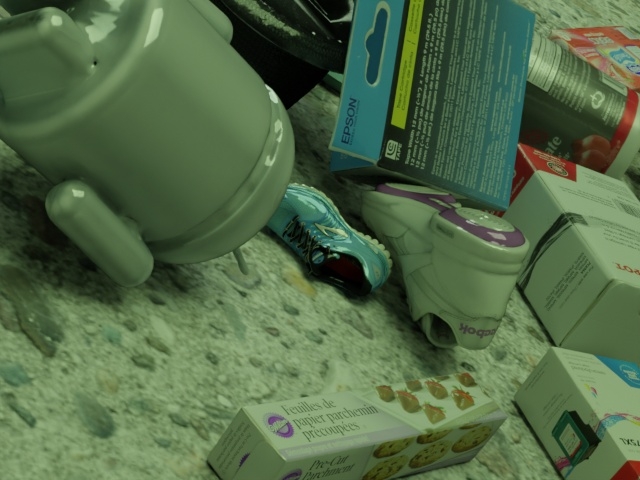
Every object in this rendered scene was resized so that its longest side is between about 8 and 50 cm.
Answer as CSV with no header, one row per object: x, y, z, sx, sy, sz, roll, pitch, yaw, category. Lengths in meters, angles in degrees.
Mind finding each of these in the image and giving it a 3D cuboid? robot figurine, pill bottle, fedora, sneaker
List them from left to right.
-0.157,-0.112,1.373,0.353,0.199,0.300,45,53,-41,robot figurine
-0.077,-0.270,1.860,0.334,0.152,0.334,28,30,-17,fedora
0.000,0.000,1.585,0.162,0.063,0.073,33,29,0,sneaker
0.110,0.024,1.630,0.114,0.152,0.305,6,11,-20,sneaker
0.277,-0.195,2.112,0.318,0.176,0.176,29,26,-9,pill bottle

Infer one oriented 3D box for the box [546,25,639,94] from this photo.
0.436,-0.234,2.402,0.154,0.142,0.300,42,27,19,box

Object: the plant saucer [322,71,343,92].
0.027,-0.225,2.056,0.119,0.021,0.119,26,26,-14,plant saucer

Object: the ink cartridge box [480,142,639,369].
0.333,0.025,1.865,0.197,0.114,0.273,17,29,-32,ink cartridge box

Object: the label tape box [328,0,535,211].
0.101,-0.185,1.744,0.115,0.249,0.347,4,-7,40,label tape box

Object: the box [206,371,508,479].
0.042,0.170,1.334,0.324,0.067,0.063,-1,42,-51,box

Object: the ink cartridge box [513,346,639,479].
0.308,0.219,1.538,0.134,0.078,0.231,13,33,-36,ink cartridge box
